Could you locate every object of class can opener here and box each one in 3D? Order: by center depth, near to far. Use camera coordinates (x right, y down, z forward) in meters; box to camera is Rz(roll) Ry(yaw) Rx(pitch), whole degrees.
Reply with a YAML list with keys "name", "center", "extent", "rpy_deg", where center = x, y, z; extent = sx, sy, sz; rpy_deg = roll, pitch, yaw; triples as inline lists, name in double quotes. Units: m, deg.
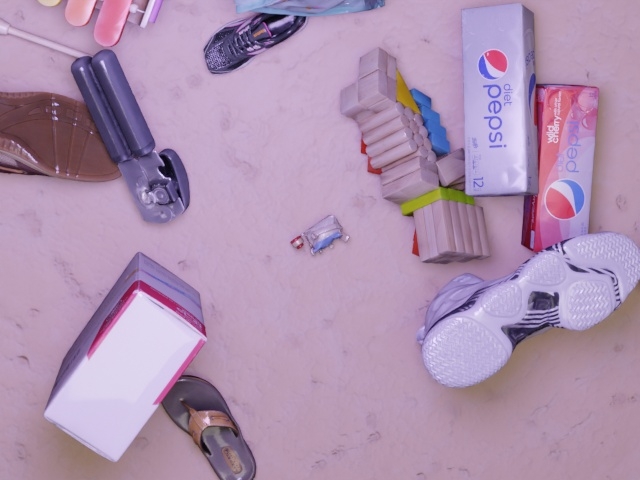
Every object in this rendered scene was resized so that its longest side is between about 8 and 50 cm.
- name: "can opener"
  center: [-0.279, -0.158, 1.871]
  extent: [0.076, 0.095, 0.283]
  rpy_deg: [-13, 112, 24]

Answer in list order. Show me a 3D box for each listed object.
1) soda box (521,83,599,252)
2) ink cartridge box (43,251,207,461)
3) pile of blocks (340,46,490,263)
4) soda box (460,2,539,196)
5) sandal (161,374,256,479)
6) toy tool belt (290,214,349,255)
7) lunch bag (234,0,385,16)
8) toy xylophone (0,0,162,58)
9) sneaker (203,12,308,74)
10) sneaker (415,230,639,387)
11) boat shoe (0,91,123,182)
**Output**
- name: "soda box"
  center: [0.376, -0.114, 1.952]
  extent: [0.092, 0.083, 0.263]
  rpy_deg: [1, 99, -5]
- name: "ink cartridge box"
  center: [-0.282, 0.160, 1.820]
  extent: [0.131, 0.306, 0.226]
  rpy_deg: [35, 94, -10]
- name: "pile of blocks"
  center: [0.139, -0.119, 1.933]
  extent: [0.112, 0.149, 0.362]
  rpy_deg: [-23, 91, 42]
- name: "soda box"
  center: [0.275, -0.210, 1.887]
  extent: [0.098, 0.091, 0.286]
  rpy_deg: [-2, 89, 22]
- name: "sandal"
  center: [-0.176, 0.308, 1.976]
  extent: [0.090, 0.060, 0.219]
  rpy_deg: [-29, 100, 0]
- name: "toy tool belt"
  center: [0.000, 0.000, 1.951]
  extent: [0.083, 0.052, 0.051]
  rpy_deg: [-34, 92, 1]
- name: "lunch bag"
  center: [-0.007, -0.444, 1.796]
  extent: [0.262, 0.160, 0.223]
  rpy_deg: [-9, 88, -44]
- name: "toy xylophone"
  center: [-0.374, -0.390, 1.824]
  extent: [0.322, 0.081, 0.236]
  rpy_deg: [14, 98, 3]
- name: "sneaker"
  center: [-0.100, -0.314, 1.881]
  extent: [0.178, 0.077, 0.072]
  rpy_deg: [-33, 99, 1]
- name: "sneaker"
  center: [0.306, 0.087, 1.912]
  extent: [0.366, 0.210, 0.137]
  rpy_deg: [-30, 100, -1]
- name: "boat shoe"
  center: [-0.461, -0.158, 1.857]
  extent: [0.342, 0.123, 0.123]
  rpy_deg: [10, 79, -27]
